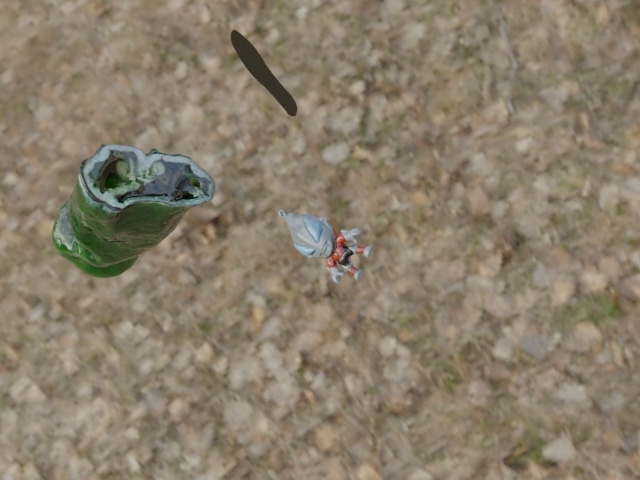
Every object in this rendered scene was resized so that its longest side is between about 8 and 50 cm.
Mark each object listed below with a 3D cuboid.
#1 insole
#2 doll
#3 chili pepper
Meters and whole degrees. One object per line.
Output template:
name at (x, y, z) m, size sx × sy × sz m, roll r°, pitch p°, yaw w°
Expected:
insole at (-0.068, -0.202, 1.698) m, size 0.002 × 0.135 × 0.045 m, roll -22°, pitch 36°, yaw 31°
doll at (-0.001, 0.001, 1.456) m, size 0.114 × 0.057 × 0.039 m, roll 30°, pitch 51°, yaw 19°
chili pepper at (-0.222, -0.027, 1.516) m, size 0.136 × 0.270 × 0.099 m, roll -15°, pitch 79°, yaw -26°
